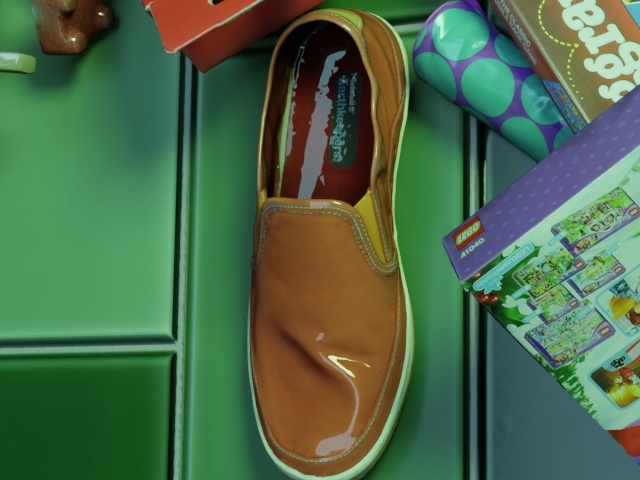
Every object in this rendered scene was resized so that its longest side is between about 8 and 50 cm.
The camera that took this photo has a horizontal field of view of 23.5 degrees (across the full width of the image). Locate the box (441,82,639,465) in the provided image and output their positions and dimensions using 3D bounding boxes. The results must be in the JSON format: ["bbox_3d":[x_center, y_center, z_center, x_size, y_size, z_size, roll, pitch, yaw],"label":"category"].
[{"bbox_3d":[0.245,-0.015,0.884,0.293,0.201,0.057,-38,28,13],"label":"box"}]

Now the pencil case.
[{"bbox_3d":[0.132,-0.101,1.012,0.152,0.064,0.070,36,115,23],"label":"pencil case"}]

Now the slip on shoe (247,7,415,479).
[{"bbox_3d":[0.000,0.000,1.034,0.123,0.101,0.331,2,84,22],"label":"slip on shoe"}]

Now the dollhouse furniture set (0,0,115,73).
[{"bbox_3d":[-0.235,-0.306,1.138,0.152,0.201,0.374,8,91,24],"label":"dollhouse furniture set"}]

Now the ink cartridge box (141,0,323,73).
[{"bbox_3d":[-0.061,-0.211,1.057,0.134,0.078,0.231,-30,49,10],"label":"ink cartridge box"}]

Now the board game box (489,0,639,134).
[{"bbox_3d":[0.184,-0.161,0.981,0.145,0.027,0.281,-23,70,-16],"label":"board game box"}]
